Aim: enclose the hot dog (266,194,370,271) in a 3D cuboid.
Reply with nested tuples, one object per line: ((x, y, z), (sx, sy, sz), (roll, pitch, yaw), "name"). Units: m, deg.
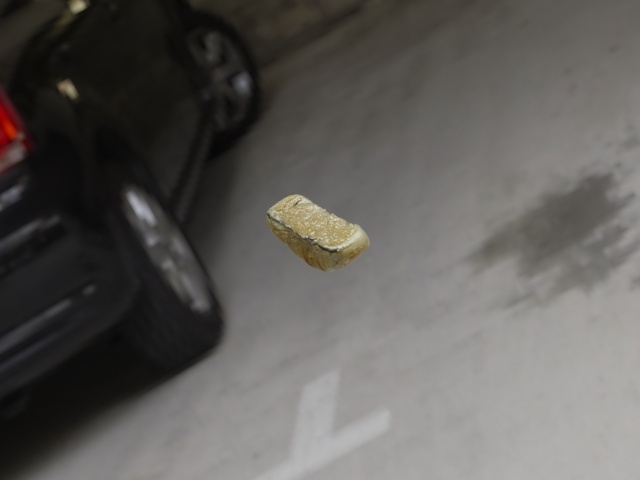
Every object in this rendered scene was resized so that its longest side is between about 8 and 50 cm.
((0.000, 0.000, 1.146), (0.030, 0.034, 0.090), (-33, 33, -21), "hot dog")
